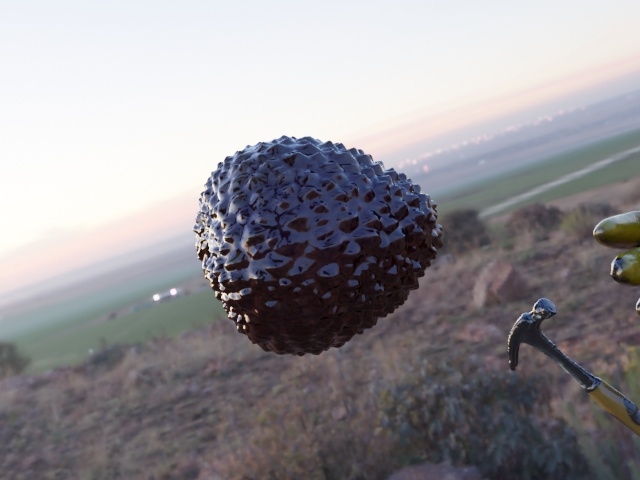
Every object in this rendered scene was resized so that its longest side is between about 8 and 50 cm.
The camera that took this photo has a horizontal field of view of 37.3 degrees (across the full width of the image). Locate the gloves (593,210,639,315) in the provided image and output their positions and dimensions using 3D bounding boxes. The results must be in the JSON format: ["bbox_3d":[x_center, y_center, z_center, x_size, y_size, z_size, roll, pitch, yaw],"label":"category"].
[{"bbox_3d":[0.370,0.009,0.896,0.294,0.133,0.116,-16,-29,-37],"label":"gloves"}]

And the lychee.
[{"bbox_3d":[0.000,0.000,1.026,0.271,0.271,0.271,-18,3,1],"label":"lychee"}]

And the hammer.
[{"bbox_3d":[0.259,0.143,0.887,0.078,0.201,0.021,-53,-6,34],"label":"hammer"}]
